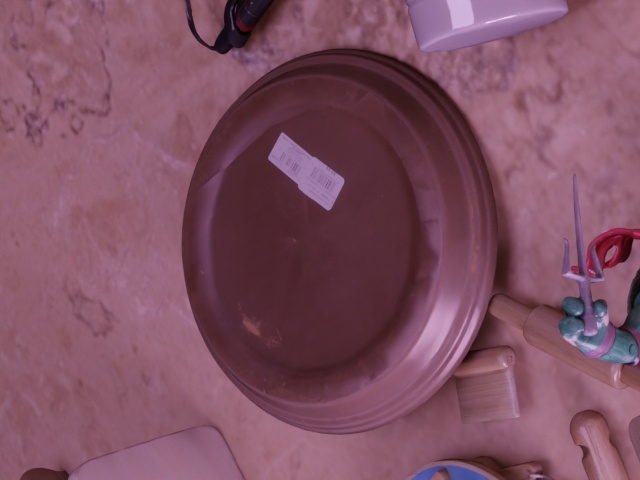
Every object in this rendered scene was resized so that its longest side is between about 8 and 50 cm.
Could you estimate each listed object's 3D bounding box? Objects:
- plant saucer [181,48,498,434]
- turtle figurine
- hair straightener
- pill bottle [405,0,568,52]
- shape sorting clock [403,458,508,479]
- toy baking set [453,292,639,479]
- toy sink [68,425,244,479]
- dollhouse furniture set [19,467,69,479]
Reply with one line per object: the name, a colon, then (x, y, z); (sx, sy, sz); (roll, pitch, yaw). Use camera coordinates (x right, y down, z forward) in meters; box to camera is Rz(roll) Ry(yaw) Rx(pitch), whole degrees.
plant saucer: (0.000, 0.000, 1.380); (0.278, 0.041, 0.278); (-2, 87, 38)
turtle figurine: (0.235, 0.058, 1.156); (0.175, 0.118, 0.234); (-17, 87, 4)
hair straightener: (-0.040, -0.225, 1.415); (0.089, 0.047, 0.230); (56, 135, 21)
pill bottle: (0.084, -0.232, 1.231); (0.119, 0.119, 0.208); (-16, 87, 45)
shape sorting clock: (0.108, 0.254, 1.355); (0.206, 0.040, 0.206); (22, 120, 45)
toy baking set: (0.180, 0.149, 1.286); (0.256, 0.030, 0.197); (22, 120, 46)
toy sink: (-0.120, 0.288, 1.522); (0.131, 0.153, 0.234); (-41, 71, 42)
dollhouse furniture set: (-0.290, 0.307, 1.684); (0.101, 0.161, 0.182); (45, 126, 28)
